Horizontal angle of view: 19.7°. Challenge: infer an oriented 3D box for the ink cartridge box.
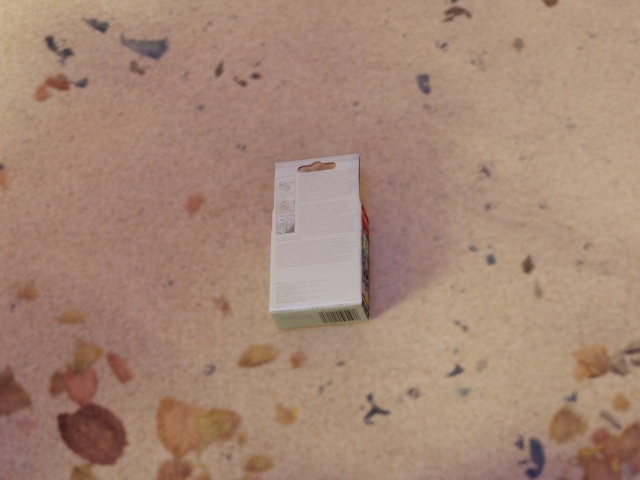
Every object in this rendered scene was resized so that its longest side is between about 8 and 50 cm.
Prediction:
[{"bbox_3d":[0.000,0.000,1.221,0.062,0.029,0.115,-6,60,12],"label":"ink cartridge box"}]
